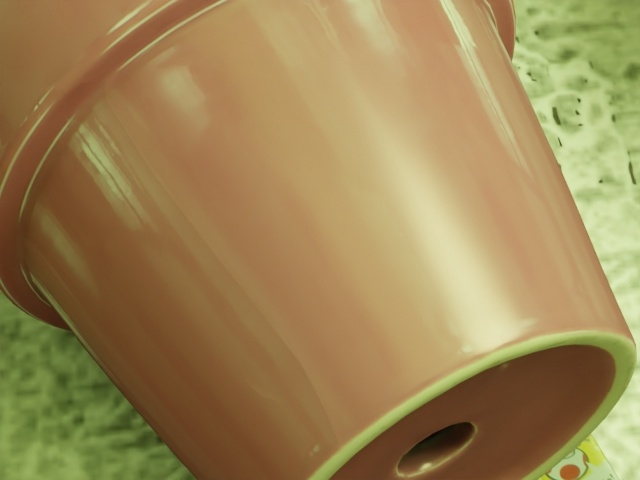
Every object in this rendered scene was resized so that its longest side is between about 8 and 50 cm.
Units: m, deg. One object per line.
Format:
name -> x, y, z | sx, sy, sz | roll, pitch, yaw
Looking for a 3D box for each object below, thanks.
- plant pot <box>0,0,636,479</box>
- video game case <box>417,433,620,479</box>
plant pot -> 0.000, 0.000, 0.510 | 0.201, 0.201, 0.180 | -24, 62, -15
video game case -> 0.029, 0.175, 0.504 | 0.227, 0.026, 0.206 | -22, 61, -13
